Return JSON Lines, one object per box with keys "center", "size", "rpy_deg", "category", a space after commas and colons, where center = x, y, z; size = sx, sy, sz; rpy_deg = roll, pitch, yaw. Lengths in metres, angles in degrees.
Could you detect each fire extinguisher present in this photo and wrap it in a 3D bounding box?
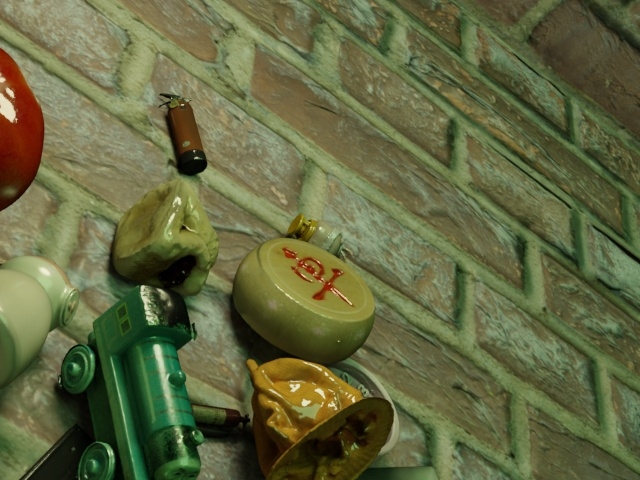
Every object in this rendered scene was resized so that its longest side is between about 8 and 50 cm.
{"center": [-0.171, 0.274, 1.932], "size": [0.173, 0.035, 0.049], "rpy_deg": [14, 44, -37], "category": "fire extinguisher"}
{"center": [-0.249, -0.201, 2.295], "size": [0.062, 0.050, 0.177], "rpy_deg": [-12, 58, -10], "category": "fire extinguisher"}

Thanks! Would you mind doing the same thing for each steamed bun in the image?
{"center": [-0.235, 0.012, 2.041], "size": [0.155, 0.141, 0.172], "rpy_deg": [46, 34, -29], "category": "steamed bun"}

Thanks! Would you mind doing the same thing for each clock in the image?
{"center": [0.036, 0.287, 2.112], "size": [0.197, 0.068, 0.197], "rpy_deg": [30, 35, -23], "category": "clock"}

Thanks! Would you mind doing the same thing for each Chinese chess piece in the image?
{"center": [-0.026, 0.099, 2.150], "size": [0.250, 0.097, 0.251], "rpy_deg": [24, 25, -12], "category": "Chinese chess piece"}

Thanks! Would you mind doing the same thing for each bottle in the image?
{"center": [-0.423, 0.097, 1.728], "size": [0.147, 0.147, 0.236], "rpy_deg": [47, 26, -3], "category": "bottle"}

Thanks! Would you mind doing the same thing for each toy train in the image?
{"center": [-0.247, 0.222, 1.736], "size": [0.120, 0.194, 0.298], "rpy_deg": [23, 38, -46], "category": "toy train"}

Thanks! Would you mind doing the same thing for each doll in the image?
{"center": [0.000, 0.000, 2.367], "size": [0.127, 0.073, 0.084], "rpy_deg": [34, 5, -18], "category": "doll"}

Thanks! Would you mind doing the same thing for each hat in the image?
{"center": [-0.051, 0.268, 1.964], "size": [0.233, 0.244, 0.233], "rpy_deg": [-15, 46, -34], "category": "hat"}

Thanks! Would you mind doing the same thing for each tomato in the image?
{"center": [-0.531, -0.151, 1.763], "size": [0.298, 0.226, 0.299], "rpy_deg": [38, 32, -29], "category": "tomato"}

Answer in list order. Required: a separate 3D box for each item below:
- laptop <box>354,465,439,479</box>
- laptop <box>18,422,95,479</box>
{"center": [0.136, 0.463, 2.112], "size": [0.269, 0.015, 0.188], "rpy_deg": [8, 51, -45], "category": "laptop"}
{"center": [-0.333, 0.343, 1.696], "size": [0.135, 0.016, 0.197], "rpy_deg": [48, 34, -5], "category": "laptop"}
